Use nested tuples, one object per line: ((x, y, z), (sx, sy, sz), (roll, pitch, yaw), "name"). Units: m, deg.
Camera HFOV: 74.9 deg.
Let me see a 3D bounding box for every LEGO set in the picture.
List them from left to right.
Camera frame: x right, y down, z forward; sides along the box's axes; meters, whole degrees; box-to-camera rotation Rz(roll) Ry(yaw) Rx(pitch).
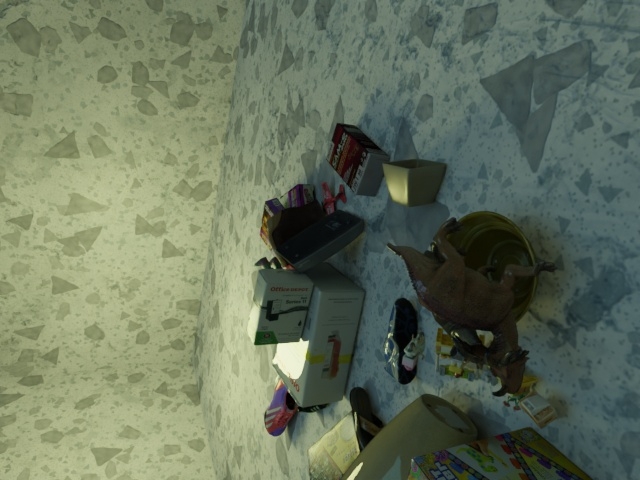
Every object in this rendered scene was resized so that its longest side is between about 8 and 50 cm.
((0.306, 0.268, 0.807), (0.286, 0.132, 0.107), (20, 125, 38), "LEGO set")

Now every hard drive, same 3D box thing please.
((0.000, 0.000, 1.291), (0.172, 0.254, 0.054), (32, 151, 59), "hard drive")

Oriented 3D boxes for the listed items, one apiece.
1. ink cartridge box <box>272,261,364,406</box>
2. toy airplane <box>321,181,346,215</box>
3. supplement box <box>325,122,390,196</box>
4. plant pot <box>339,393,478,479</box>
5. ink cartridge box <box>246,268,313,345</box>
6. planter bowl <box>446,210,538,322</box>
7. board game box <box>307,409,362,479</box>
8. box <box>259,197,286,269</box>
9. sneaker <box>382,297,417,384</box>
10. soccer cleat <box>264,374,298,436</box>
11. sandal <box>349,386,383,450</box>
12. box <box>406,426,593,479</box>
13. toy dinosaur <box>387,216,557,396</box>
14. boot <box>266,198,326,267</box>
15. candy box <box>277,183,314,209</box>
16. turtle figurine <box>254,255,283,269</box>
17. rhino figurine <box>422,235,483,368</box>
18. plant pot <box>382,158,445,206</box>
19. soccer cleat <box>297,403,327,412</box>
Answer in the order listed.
((-0.021, 0.292, 1.371), (0.279, 0.160, 0.386), (33, 116, 59), "ink cartridge box")
((0.043, -0.140, 1.419), (0.151, 0.028, 0.152), (13, 105, 59), "toy airplane")
((0.105, -0.248, 1.261), (0.239, 0.073, 0.130), (59, 138, 48), "supplement box")
((0.206, 0.475, 0.873), (0.274, 0.256, 0.256), (-64, 32, 8), "plant pot")
((-0.120, 0.195, 1.232), (0.087, 0.152, 0.209), (43, 125, 56), "ink cartridge box")
((0.330, 0.055, 0.780), (0.217, 0.090, 0.218), (3, 93, 61), "planter bowl")
((0.050, 0.638, 1.224), (0.243, 0.042, 0.165), (-51, 26, 26), "board game box")
((-0.134, 0.008, 1.606), (0.293, 0.057, 0.201), (52, 146, 28), "box")
((0.190, 0.248, 1.052), (0.081, 0.080, 0.212), (3, 90, 60), "sneaker")
((-0.145, 0.668, 1.656), (0.116, 0.108, 0.319), (39, 120, 52), "soccer cleat")
((0.141, 0.506, 1.153), (0.060, 0.089, 0.220), (-39, 44, 29), "sandal")
((0.269, 0.496, 0.667), (0.177, 0.278, 0.290), (38, 122, 58), "box")
((0.224, 0.097, 0.657), (0.201, 0.295, 0.127), (-59, -9, -19), "toy dinosaur")
((-0.073, -0.035, 1.429), (0.090, 0.206, 0.249), (66, -177, -46), "boot")
((-0.099, -0.112, 1.648), (0.233, 0.071, 0.160), (-21, 72, 60), "candy box")
((-0.144, 0.168, 1.555), (0.118, 0.175, 0.234), (-35, 70, 9), "turtle figurine")
((0.240, 0.118, 0.775), (0.106, 0.072, 0.244), (99, 155, -58), "rhino figurine")
((0.222, -0.137, 1.002), (0.109, 0.108, 0.097), (33, 130, 59), "plant pot")
((-0.024, 0.565, 1.455), (0.179, 0.072, 0.060), (-56, 41, 46), "soccer cleat")
